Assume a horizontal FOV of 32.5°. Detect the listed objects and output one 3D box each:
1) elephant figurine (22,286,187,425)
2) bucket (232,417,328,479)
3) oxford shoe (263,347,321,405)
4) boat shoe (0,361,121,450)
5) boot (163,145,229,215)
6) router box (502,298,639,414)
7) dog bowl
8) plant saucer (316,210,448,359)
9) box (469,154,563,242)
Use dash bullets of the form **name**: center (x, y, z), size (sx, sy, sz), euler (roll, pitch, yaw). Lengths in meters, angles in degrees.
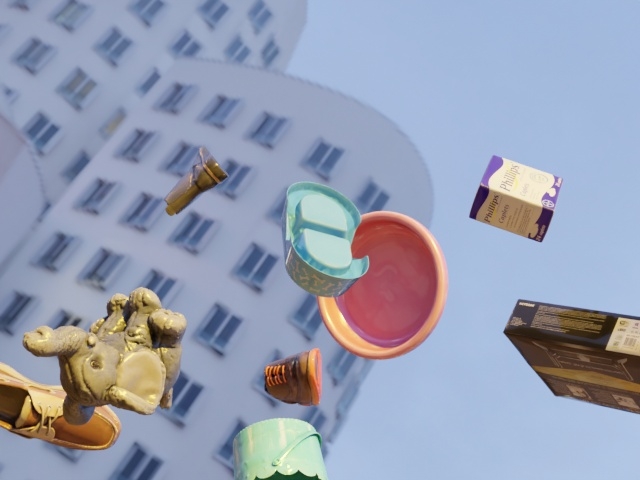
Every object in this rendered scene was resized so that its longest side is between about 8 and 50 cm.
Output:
- **elephant figurine**: center (-0.297, 0.181, 1.506), size (0.186, 0.239, 0.169), euler (37, -58, 3)
- **bucket**: center (-0.113, 0.625, 3.009), size (0.281, 0.183, 0.281), euler (-6, -38, -5)
- **oxford shoe**: center (-0.052, 0.253, 1.979), size (0.098, 0.096, 0.271), euler (3, -19, -6)
- **boat shoe**: center (-0.542, 0.330, 2.087), size (0.324, 0.123, 0.116), euler (19, 6, -4)
- **boot**: center (-0.260, -0.117, 2.188), size (0.077, 0.137, 0.198), euler (49, 0, -9)
- **router box**: center (0.521, 0.220, 1.989), size (0.309, 0.081, 0.243), euler (8, -30, 43)
- **dog bowl**: center (0.000, 0.000, 2.210), size (0.166, 0.297, 0.074), euler (15, -54, -18)
- **plant saucer**: center (0.147, 0.102, 2.464), size (0.332, 0.332, 0.084), euler (9, -1, 35)
- **box**: center (0.346, -0.075, 1.935), size (0.137, 0.126, 0.072), euler (19, -56, 9)
